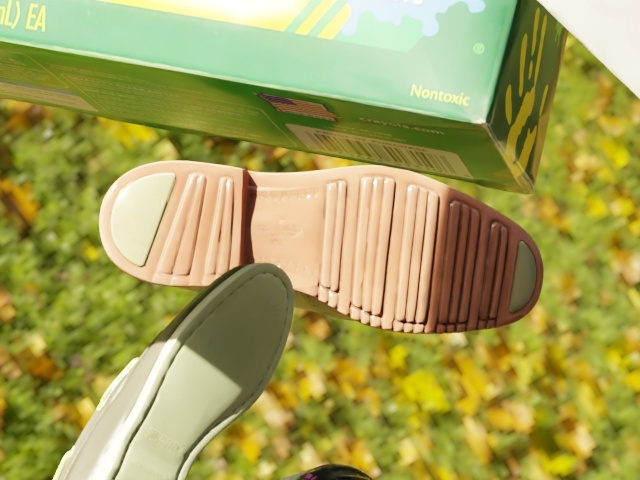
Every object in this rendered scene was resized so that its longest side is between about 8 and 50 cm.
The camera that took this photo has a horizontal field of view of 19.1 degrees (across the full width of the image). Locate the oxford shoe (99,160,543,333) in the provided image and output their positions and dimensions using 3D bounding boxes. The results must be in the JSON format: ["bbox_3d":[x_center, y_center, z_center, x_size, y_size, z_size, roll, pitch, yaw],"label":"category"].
[{"bbox_3d":[0.000,0.000,1.698,0.397,0.140,0.146,12,-4,-8],"label":"oxford shoe"}]

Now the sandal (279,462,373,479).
[{"bbox_3d":[0.001,0.265,1.613,0.446,0.167,0.107,71,3,-70],"label":"sandal"}]

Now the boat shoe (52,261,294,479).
[{"bbox_3d":[-0.101,0.106,1.224,0.081,0.068,0.228,44,72,-33],"label":"boat shoe"}]

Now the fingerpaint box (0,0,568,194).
[{"bbox_3d":[-0.070,-0.254,1.027,0.163,0.445,0.371,41,62,-72],"label":"fingerpaint box"}]

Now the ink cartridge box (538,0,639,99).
[{"bbox_3d":[0.108,-0.171,0.726,0.232,0.189,0.066,39,63,-5],"label":"ink cartridge box"}]
